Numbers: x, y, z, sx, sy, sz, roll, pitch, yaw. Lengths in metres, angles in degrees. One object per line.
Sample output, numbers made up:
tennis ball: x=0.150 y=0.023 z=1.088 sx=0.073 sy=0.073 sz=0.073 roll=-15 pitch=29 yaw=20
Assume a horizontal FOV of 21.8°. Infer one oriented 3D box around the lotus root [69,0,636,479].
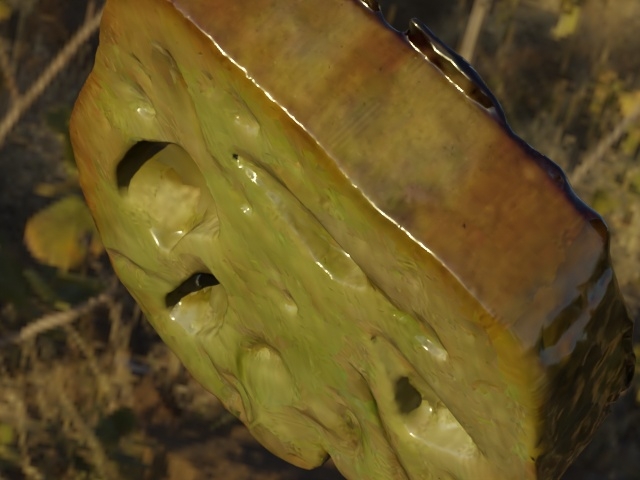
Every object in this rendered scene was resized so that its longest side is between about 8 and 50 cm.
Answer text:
lotus root: x=0.000 y=0.000 z=0.927 sx=0.111 sy=0.375 sz=0.390 roll=-38 pitch=31 yaw=-25
